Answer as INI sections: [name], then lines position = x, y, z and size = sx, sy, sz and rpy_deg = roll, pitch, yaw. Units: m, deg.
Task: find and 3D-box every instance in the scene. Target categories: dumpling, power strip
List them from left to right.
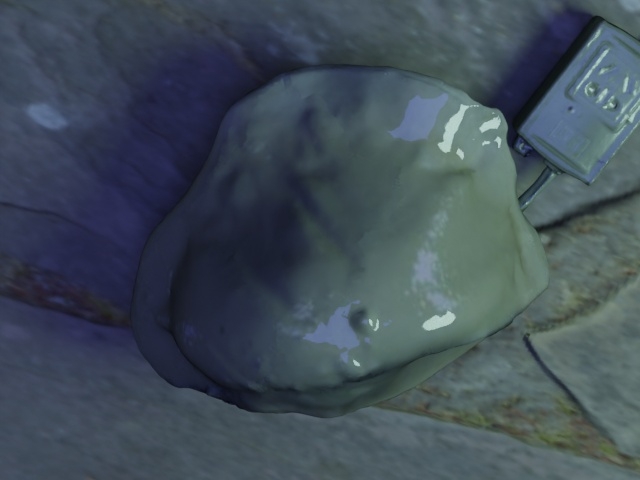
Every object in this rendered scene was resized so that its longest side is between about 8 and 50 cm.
[dumpling]
position = 0.000, 0.000, 1.295
size = 0.318, 0.187, 0.243
rpy_deg = -11, 105, 5
[power strip]
position = 0.192, -0.088, 1.351
size = 0.075, 0.042, 0.175
rpy_deg = 35, 100, -8
